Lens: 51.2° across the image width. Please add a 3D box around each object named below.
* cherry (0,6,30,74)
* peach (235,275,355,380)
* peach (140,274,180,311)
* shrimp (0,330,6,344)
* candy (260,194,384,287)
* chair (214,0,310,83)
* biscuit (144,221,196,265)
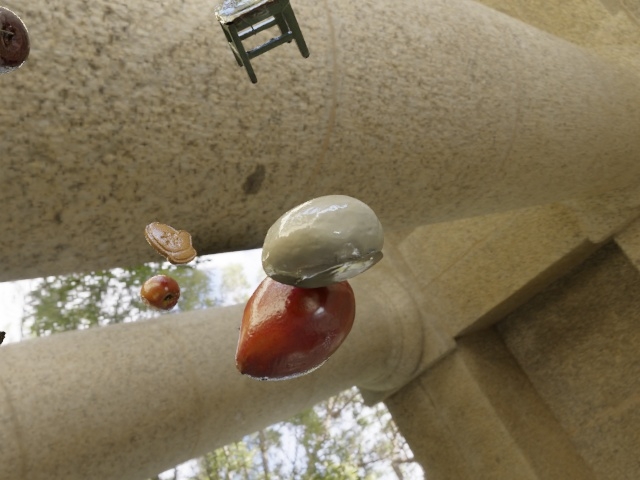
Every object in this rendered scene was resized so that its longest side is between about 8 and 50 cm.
[{"bbox_3d":[-0.550,-0.321,1.039,0.148,0.188,0.115,42,-69,9],"label":"cherry"},{"bbox_3d":[-0.061,0.176,1.604,0.257,0.361,0.201,40,-43,15],"label":"peach"},{"bbox_3d":[-0.401,0.130,1.665,0.100,0.100,0.101,6,-82,42],"label":"peach"},{"bbox_3d":[-0.937,0.317,1.821,0.195,0.148,0.035,-35,-84,34],"label":"shrimp"},{"bbox_3d":[0.000,0.000,1.451,0.295,0.295,0.185,-29,-109,40],"label":"candy"},{"bbox_3d":[-0.141,-0.474,1.327,0.136,0.147,0.270,57,-8,51],"label":"chair"},{"bbox_3d":[-0.355,0.002,1.610,0.140,0.118,0.023,38,-59,10],"label":"biscuit"}]
